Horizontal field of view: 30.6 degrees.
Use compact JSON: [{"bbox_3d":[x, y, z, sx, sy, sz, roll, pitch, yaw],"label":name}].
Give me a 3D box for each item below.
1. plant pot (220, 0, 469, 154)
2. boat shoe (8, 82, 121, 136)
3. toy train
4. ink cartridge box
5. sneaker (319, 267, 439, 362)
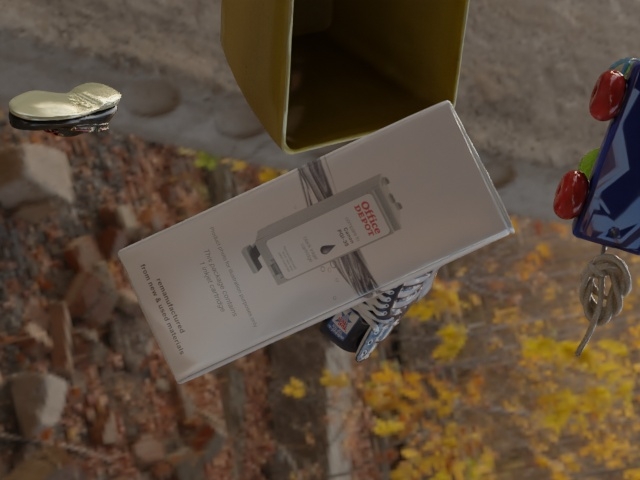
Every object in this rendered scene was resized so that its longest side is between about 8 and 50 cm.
[{"bbox_3d":[0.007,-0.237,1.169,0.187,0.212,0.212,40,-44,44],"label":"plant pot"},{"bbox_3d":[-0.229,-0.111,1.043,0.133,0.049,0.042,-25,144,-61],"label":"boat shoe"},{"bbox_3d":[0.250,-0.037,1.014,0.143,0.105,0.248,-74,180,-72],"label":"toy train"},{"bbox_3d":[0.000,0.000,0.974,0.207,0.283,0.117,-11,76,-87],"label":"ink cartridge box"},{"bbox_3d":[0.065,0.053,1.423,0.099,0.153,0.282,43,-13,17],"label":"sneaker"}]
